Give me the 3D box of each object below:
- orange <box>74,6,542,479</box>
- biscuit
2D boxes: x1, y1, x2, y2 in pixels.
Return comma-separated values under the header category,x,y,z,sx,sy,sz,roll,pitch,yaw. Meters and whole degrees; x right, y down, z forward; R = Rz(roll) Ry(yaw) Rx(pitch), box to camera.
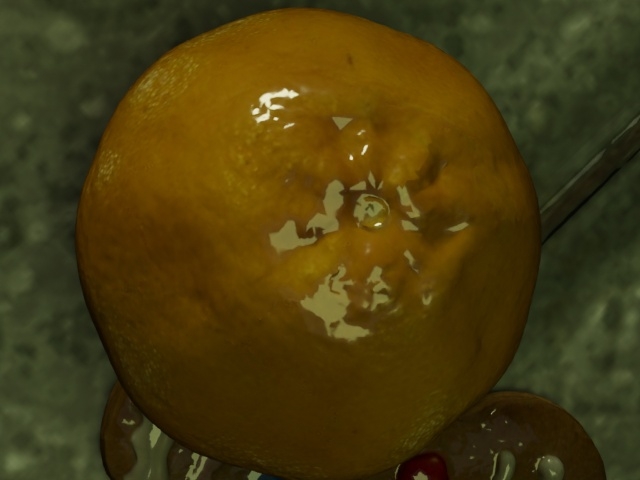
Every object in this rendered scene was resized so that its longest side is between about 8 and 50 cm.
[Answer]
category,x,y,z,sx,sy,sz,roll,pitch,yaw
orange,0.000,0.000,0.652,0.159,0.136,0.159,3,80,-17
biscuit,0.017,0.097,0.744,0.205,0.031,0.138,0,101,-22
